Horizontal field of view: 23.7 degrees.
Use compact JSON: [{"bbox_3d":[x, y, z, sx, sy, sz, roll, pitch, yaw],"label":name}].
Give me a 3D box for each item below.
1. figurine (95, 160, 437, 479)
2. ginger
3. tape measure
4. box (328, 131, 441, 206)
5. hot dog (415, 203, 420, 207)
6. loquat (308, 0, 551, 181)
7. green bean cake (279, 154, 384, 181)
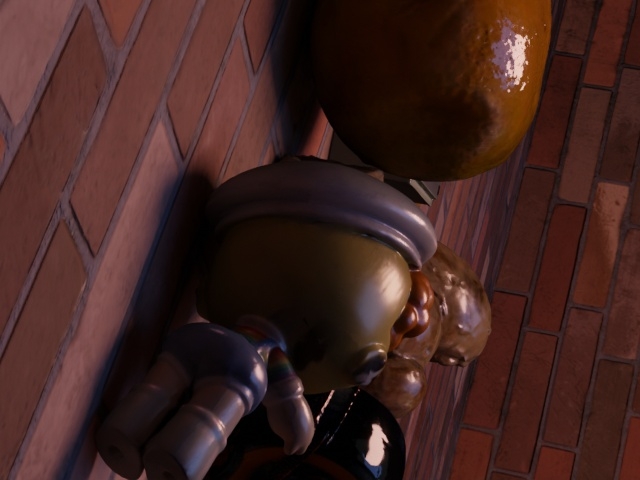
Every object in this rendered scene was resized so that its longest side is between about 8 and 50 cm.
[{"bbox_3d":[-0.033,0.069,1.330,0.382,0.224,0.205,-64,157,-49],"label":"figurine"},{"bbox_3d":[0.107,0.104,2.065,0.304,0.155,0.244,-39,104,-52],"label":"ginger"},{"bbox_3d":[-0.015,0.236,1.593,0.223,0.202,0.135,94,10,-47],"label":"tape measure"},{"bbox_3d":[0.107,-0.174,1.977,0.225,0.117,0.225,25,75,-77],"label":"box"},{"bbox_3d":[0.114,-0.113,2.180,0.083,0.068,0.289,-111,-156,-72],"label":"hot dog"},{"bbox_3d":[0.124,-0.211,1.670,0.284,0.276,0.276,60,38,-42],"label":"loquat"},{"bbox_3d":[0.000,0.000,1.669,0.085,0.109,0.179,-30,129,-75],"label":"green bean cake"}]
